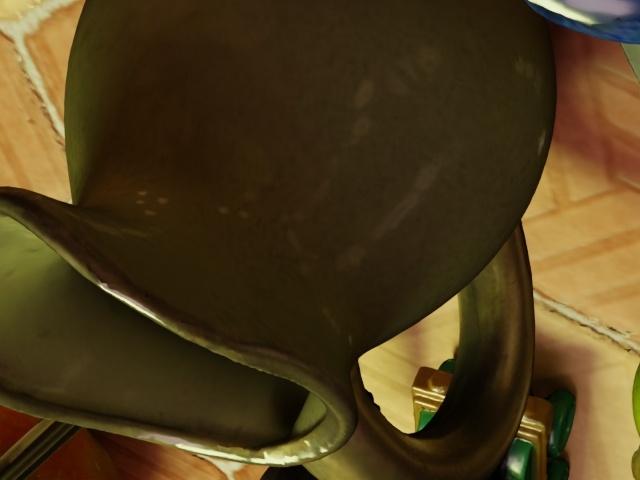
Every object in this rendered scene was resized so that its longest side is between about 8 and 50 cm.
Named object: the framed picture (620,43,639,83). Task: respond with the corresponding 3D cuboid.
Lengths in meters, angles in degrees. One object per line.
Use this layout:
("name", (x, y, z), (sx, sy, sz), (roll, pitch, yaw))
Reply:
("framed picture", (0.251, -0.045, 0.858), (0.231, 0.018, 0.293), (18, 164, 30))

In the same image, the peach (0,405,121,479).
("peach", (-0.251, 0.223, 1.452), (0.257, 0.232, 0.232), (12, 147, 54))

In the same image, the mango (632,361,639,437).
("mango", (0.244, 0.087, 1.057), (0.119, 0.100, 0.178), (35, 139, -6))

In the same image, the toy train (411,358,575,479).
("toy train", (0.099, 0.165, 1.222), (0.091, 0.136, 0.227), (16, 146, 17))

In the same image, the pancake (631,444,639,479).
("pancake", (0.297, 0.165, 0.954), (0.305, 0.067, 0.427), (23, 158, -2))

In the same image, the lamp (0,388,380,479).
("lamp", (-0.116, 0.149, 1.255), (0.283, 0.203, 0.124), (16, 140, 36))

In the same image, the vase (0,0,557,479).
("vase", (0.000, 0.000, 0.936), (0.241, 0.302, 0.329), (-14, 129, 43))

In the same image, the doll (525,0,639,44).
("doll", (0.186, -0.192, 0.636), (0.187, 0.376, 0.365), (-4, 164, -36))
